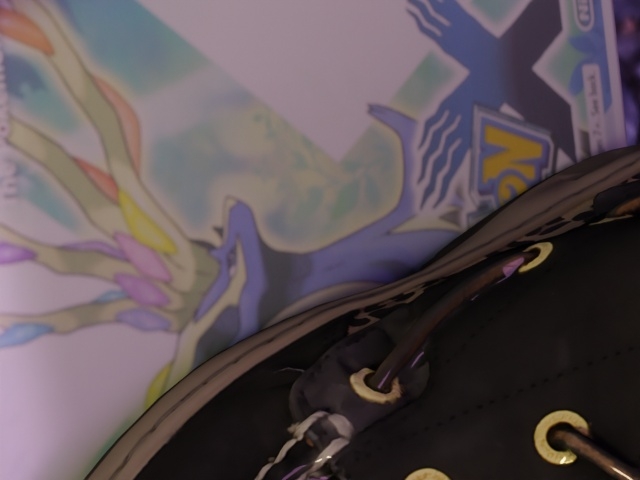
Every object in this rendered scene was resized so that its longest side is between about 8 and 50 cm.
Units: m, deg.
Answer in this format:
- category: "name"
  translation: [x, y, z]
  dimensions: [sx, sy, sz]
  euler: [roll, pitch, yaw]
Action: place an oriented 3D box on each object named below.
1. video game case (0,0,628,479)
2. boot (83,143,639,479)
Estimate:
- category: "video game case"
  translation: [0.000, 0.000, 0.591]
  dimensions: [0.300, 0.036, 0.329]
  euler: [-7, 92, -38]
- category: "boot"
  translation: [0.109, 0.069, 0.467]
  dimensions: [0.377, 0.284, 0.138]
  euler: [-31, 106, -37]
